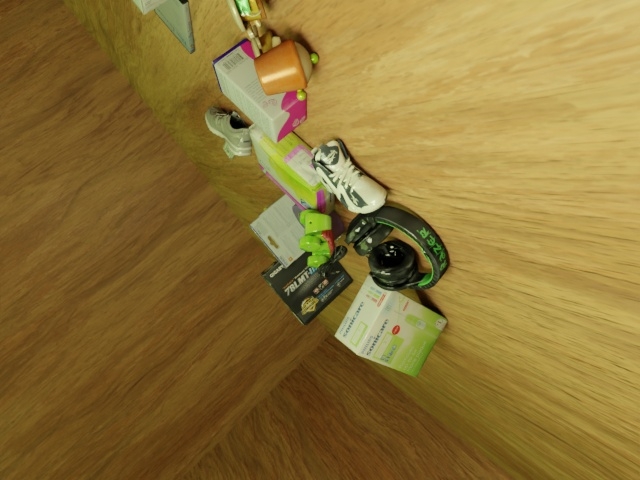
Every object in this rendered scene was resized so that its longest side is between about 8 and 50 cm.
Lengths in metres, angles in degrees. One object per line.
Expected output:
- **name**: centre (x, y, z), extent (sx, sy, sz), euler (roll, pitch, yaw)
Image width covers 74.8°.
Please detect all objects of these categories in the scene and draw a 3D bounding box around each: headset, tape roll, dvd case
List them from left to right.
- **dvd case**: centre (-0.450, -0.698, 1.251), extent (0.180, 0.022, 0.253), euler (49, 167, -3)
- **tape roll**: centre (-0.009, -0.074, 1.480), extent (0.189, 0.080, 0.189), euler (46, 166, 15)
- **headset**: centre (0.142, 0.040, 1.104), extent (0.243, 0.185, 0.394), euler (53, 155, -19)

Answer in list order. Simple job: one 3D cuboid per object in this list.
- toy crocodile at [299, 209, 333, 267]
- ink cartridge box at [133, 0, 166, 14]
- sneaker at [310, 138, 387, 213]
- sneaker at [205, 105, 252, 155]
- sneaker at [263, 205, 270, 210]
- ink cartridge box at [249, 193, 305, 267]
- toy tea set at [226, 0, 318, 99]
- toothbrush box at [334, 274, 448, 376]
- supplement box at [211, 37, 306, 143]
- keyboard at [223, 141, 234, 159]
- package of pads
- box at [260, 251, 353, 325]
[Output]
- **toy crocodile**: centre (0.000, 0.000, 1.299), extent (0.340, 0.105, 0.115), euler (70, -161, -64)
- **ink cartridge box**: centre (-0.453, -0.695, 1.041), extent (0.176, 0.128, 0.127), euler (50, 166, -11)
- **sneaker**: centre (0.053, -0.164, 1.007), extent (0.153, 0.094, 0.235), euler (49, 179, -42)
- **sneaker**: centre (-0.321, -0.424, 1.521), extent (0.281, 0.105, 0.115), euler (45, 133, 29)
- **sneaker**: centre (-0.205, -0.143, 1.968), extent (0.144, 0.059, 0.053), euler (8, 112, 44)
- **ink cartridge box**: centre (-0.124, -0.046, 1.607), extent (0.223, 0.224, 0.045), euler (52, 166, -12)
- **toy tea set**: centre (-0.096, -0.432, 0.782), extent (0.336, 0.124, 0.200), euler (65, -172, -59)
- **toothbrush box**: centre (0.216, 0.260, 1.250), extent (0.283, 0.206, 0.122), euler (31, 178, -34)
- **supplement box**: centre (-0.146, -0.366, 1.033), extent (0.220, 0.111, 0.114), euler (45, 166, 13)
- **keyboard**: centre (-0.414, -0.420, 1.920), extent (0.072, 0.014, 0.256), euler (51, 166, -12)
- **package of pads**: centre (-0.082, -0.217, 1.268), extent (0.296, 0.101, 0.229), euler (44, 166, 16)
- **box**: centre (-0.055, 0.161, 1.810), extent (0.293, 0.295, 0.073), euler (53, 167, -15)
